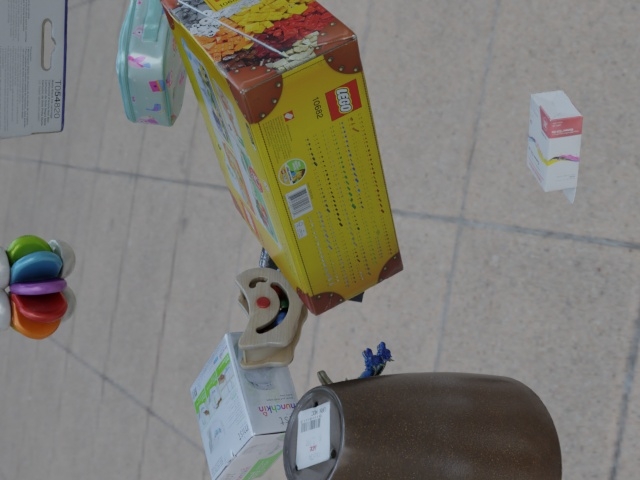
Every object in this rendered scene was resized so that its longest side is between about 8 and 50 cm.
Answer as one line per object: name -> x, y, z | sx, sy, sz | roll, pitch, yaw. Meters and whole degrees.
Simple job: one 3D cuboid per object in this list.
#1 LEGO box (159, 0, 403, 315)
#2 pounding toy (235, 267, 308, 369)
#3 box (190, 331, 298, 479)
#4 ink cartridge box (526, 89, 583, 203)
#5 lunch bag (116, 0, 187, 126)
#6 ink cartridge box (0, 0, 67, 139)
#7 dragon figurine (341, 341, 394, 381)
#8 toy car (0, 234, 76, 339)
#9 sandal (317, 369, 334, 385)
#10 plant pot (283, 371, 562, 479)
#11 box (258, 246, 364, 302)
LEGO box -> -0.060, -0.178, 1.537 | 0.372, 0.193, 0.500 | 52, 164, 44
pounding toy -> -0.107, 0.113, 1.800 | 0.154, 0.154, 0.269 | 89, -166, -45
box -> -0.161, 0.350, 1.875 | 0.262, 0.127, 0.231 | -56, 45, 46
ink cartridge box -> 0.448, -0.174, 1.729 | 0.115, 0.067, 0.198 | -103, 5, -55
lunch bag -> -0.316, -0.379, 1.713 | 0.224, 0.108, 0.279 | 94, 180, -62
ink cartridge box -> -0.386, -0.225, 1.018 | 0.045, 0.224, 0.223 | 14, 106, 29
dragon figurine -> 0.123, 0.387, 2.115 | 0.144, 0.085, 0.289 | -23, 69, 62
toy car -> -0.493, 0.084, 1.552 | 0.136, 0.159, 0.181 | 19, 110, 51
sandal -> 0.060, 0.363, 2.054 | 0.180, 0.049, 0.072 | 51, 163, 14
plant pot -> 0.086, 0.222, 0.918 | 0.215, 0.231, 0.215 | -36, 45, 46
box -> 0.000, 0.000, 2.389 | 0.073, 0.296, 0.293 | -152, 73, -70
